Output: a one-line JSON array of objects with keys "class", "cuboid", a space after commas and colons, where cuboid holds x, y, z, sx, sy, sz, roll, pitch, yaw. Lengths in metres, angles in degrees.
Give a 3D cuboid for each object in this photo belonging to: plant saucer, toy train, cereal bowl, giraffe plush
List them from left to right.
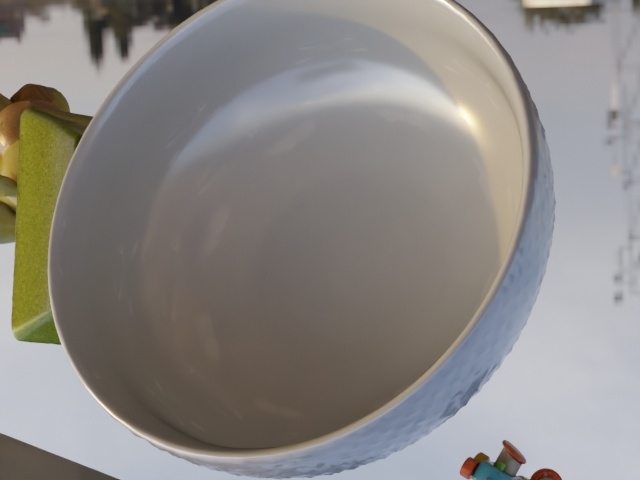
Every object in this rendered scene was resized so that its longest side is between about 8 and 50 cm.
[{"class": "giraffe plush", "cuboid": [-0.277, -0.067, 1.544, 0.181, 0.210, 0.170, -42, -178, -17]}, {"class": "plant saucer", "cuboid": [-0.146, -0.008, 1.283, 0.188, 0.188, 0.045, 7, 166, -31]}, {"class": "cereal bowl", "cuboid": [0.000, 0.000, 1.058, 0.339, 0.338, 0.141, 3, 159, 28]}, {"class": "toy train", "cuboid": [0.203, 0.226, 1.409, 0.166, 0.046, 0.125, 30, -179, -28]}]

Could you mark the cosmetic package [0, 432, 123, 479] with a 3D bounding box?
[{"class": "cosmetic package", "cuboid": [-0.384, 0.274, 1.467, 0.453, 0.161, 0.230, 22, -157, -7]}]
